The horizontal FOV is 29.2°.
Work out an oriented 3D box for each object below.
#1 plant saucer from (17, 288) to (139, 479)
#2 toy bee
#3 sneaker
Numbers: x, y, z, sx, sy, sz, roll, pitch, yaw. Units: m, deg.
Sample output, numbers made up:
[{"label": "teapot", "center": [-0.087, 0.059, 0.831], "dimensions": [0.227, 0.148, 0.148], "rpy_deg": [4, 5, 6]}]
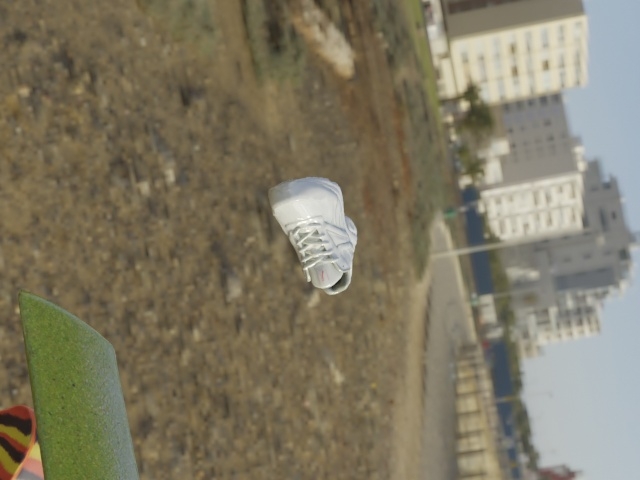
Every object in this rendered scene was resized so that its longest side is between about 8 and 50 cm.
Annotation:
[{"label": "plant saucer", "center": [-0.119, 0.147, 0.663], "dimensions": [0.188, 0.045, 0.188], "rpy_deg": [94, -19, -53]}, {"label": "toy bee", "center": [-0.381, 0.255, 1.152], "dimensions": [0.195, 0.298, 0.162], "rpy_deg": [26, 53, -42]}, {"label": "sneaker", "center": [0.000, 0.000, 1.618], "dimensions": [0.232, 0.090, 0.115], "rpy_deg": [49, 31, -57]}]
